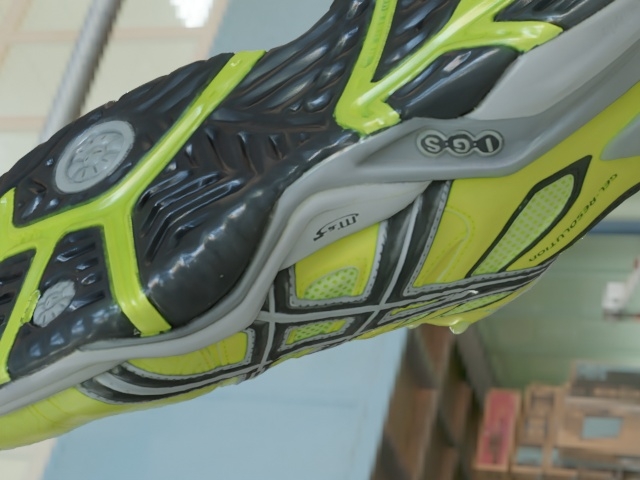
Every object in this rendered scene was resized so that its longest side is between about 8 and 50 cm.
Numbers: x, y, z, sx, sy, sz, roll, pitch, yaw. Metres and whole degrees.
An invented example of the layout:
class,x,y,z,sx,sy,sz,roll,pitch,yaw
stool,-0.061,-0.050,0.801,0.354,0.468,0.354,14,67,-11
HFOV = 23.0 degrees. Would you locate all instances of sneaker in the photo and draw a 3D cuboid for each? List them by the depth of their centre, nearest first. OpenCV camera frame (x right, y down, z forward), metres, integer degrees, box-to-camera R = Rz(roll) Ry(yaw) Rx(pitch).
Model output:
class,x,y,z,sx,sy,sz,roll,pitch,yaw
sneaker,0.000,0.000,0.632,0.147,0.385,0.145,54,-166,-39
